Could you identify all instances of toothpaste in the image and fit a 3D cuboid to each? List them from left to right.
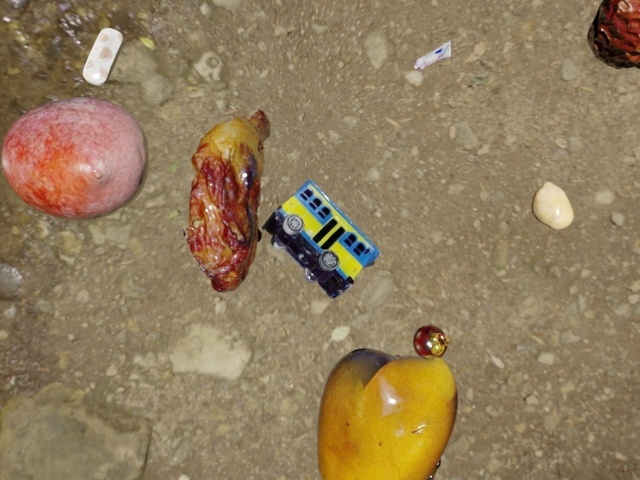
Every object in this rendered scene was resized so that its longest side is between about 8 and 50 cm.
[{"bbox_3d":[0.300,-0.485,1.371,0.170,0.028,0.045,-36,128,-35],"label":"toothpaste"}]

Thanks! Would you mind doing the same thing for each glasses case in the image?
[{"bbox_3d":[-0.584,-0.494,1.397,0.063,0.041,0.164,20,78,-10],"label":"glasses case"}]

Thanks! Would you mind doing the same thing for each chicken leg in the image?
[{"bbox_3d":[-0.118,-0.080,0.758,0.082,0.177,0.323,-4,73,14],"label":"chicken leg"}]

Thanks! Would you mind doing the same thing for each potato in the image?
[{"bbox_3d":[0.696,-0.100,1.563,0.112,0.112,0.147,-23,67,3],"label":"potato"}]

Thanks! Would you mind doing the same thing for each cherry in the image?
[{"bbox_3d":[-0.399,-0.124,0.877,0.239,0.239,0.206,14,136,-5],"label":"cherry"}]

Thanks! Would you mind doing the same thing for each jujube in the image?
[{"bbox_3d":[0.707,-0.485,1.114,0.212,0.232,0.213,2,65,-4],"label":"jujube"}]

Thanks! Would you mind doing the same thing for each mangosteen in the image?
[{"bbox_3d":[0.248,0.228,1.171,0.080,0.081,0.081,0,102,-2],"label":"mangosteen"}]

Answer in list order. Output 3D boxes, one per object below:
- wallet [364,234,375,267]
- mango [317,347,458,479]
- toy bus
[{"bbox_3d":[0.102,0.050,1.755,0.146,0.285,0.030,-16,66,7],"label":"wallet"},{"bbox_3d":[0.084,0.286,0.778,0.152,0.201,0.287,-9,117,-41],"label":"mango"},{"bbox_3d":[0.000,0.000,1.420,0.288,0.138,0.175,46,56,-1],"label":"toy bus"}]
